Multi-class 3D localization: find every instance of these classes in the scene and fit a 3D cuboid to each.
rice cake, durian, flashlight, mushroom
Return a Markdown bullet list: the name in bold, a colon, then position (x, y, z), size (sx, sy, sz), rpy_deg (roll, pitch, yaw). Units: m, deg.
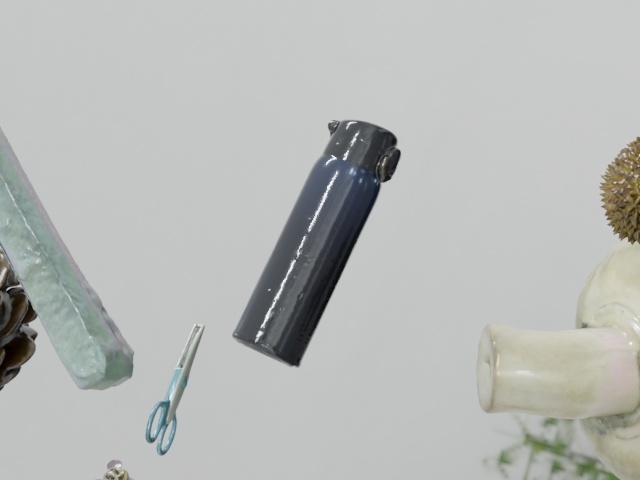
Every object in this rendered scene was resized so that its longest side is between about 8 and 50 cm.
- **rice cake**: position (-0.167, -0.003, 0.863), size (0.033, 0.207, 0.033), rpy_deg (-39, -20, 18)
- **durian**: position (0.376, -0.064, 1.605), size (0.158, 0.137, 0.168), rpy_deg (-39, -18, -5)
- **flashlight**: position (-0.227, 0.306, 1.848), size (0.052, 0.110, 0.031), rpy_deg (-51, -28, -30)
- **mushroom**: position (0.385, 0.150, 1.785), size (0.315, 0.356, 0.315), rpy_deg (25, -120, -56)

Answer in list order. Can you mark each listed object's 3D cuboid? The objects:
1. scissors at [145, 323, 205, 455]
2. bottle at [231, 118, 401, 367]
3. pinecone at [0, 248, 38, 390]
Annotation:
- **scissors**: position (-0.124, 0.125, 1.305), size (0.058, 0.014, 0.119), rpy_deg (63, -139, -60)
- **bottle**: position (0.000, 0.000, 1.446), size (0.244, 0.082, 0.072), rpy_deg (-66, -28, -6)
- **pinecone**: position (-0.324, 0.049, 1.181), size (0.184, 0.204, 0.179), rpy_deg (-1, 49, 52)
